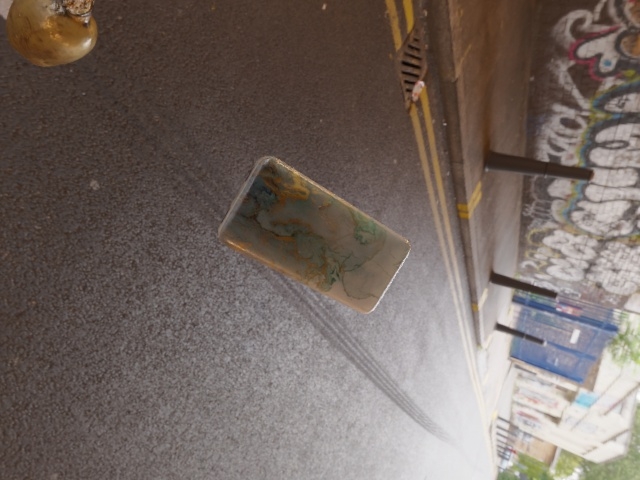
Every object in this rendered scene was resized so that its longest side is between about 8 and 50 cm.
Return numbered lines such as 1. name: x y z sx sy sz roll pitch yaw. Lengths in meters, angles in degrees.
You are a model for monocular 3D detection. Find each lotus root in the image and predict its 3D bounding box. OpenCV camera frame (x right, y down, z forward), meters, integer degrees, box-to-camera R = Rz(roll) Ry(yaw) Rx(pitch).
1. lotus root: -0.485 -0.398 0.757 0.125 0.221 0.118 56 36 -40

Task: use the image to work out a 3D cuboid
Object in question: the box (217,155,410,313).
1. box: 0.000 0.000 0.624 0.285 0.044 0.142 29 96 -23
